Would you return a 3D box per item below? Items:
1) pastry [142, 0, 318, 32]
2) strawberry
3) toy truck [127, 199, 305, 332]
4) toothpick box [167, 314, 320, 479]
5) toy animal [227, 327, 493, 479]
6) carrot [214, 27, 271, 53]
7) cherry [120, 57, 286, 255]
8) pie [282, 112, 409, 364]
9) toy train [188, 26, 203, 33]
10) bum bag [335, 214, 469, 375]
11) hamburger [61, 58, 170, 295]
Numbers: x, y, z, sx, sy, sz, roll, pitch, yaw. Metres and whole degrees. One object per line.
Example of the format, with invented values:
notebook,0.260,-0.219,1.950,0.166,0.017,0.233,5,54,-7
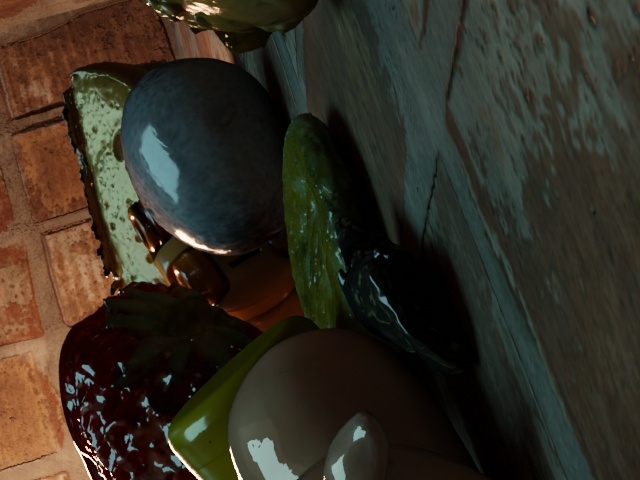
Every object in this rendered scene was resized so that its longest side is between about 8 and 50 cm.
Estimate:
pastry,-0.112,-0.316,1.109,0.284,0.184,0.316,128,126,-81
strawberry,-0.190,0.249,1.814,0.295,0.317,0.345,-55,-25,-56
toy truck,-0.135,0.022,1.998,0.288,0.204,0.212,48,162,34
toothpick box,0.006,0.219,1.250,0.271,0.175,0.175,48,175,-3
toy animal,0.035,0.201,1.008,0.269,0.237,0.326,8,-146,-51
carrot,-0.092,-0.283,1.498,0.173,0.082,0.082,82,169,-50
cherry,-0.150,-0.118,1.814,0.296,0.218,0.255,54,152,23
pie,0.019,0.017,1.368,0.323,0.070,0.323,166,90,-81
toy train,-0.135,-0.337,1.671,0.136,0.091,0.228,49,-161,-63
bum bag,0.054,0.040,1.085,0.102,0.069,0.248,38,-179,-14
hamburger,-0.211,-0.101,2.229,0.268,0.287,0.446,-14,-89,-53
